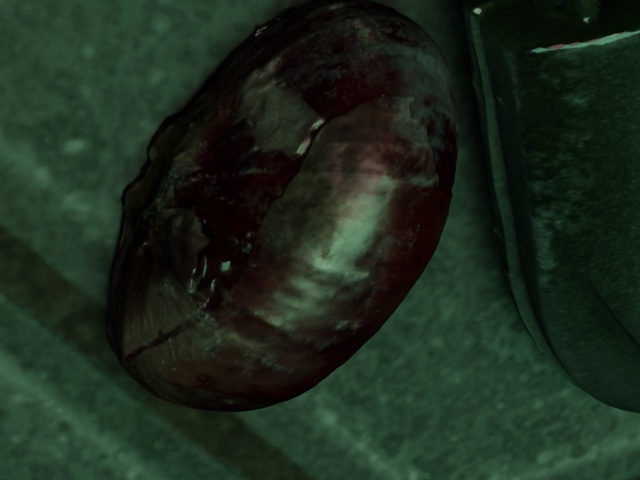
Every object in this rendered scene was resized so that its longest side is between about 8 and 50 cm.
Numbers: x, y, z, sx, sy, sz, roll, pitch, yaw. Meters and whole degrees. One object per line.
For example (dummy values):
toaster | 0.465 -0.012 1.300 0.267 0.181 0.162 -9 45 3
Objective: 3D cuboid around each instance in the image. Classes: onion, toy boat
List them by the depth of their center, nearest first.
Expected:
onion | 0.000 0.000 0.806 0.151 0.098 0.206 14 113 -29
toy boat | 0.148 -0.026 0.867 0.141 0.092 0.319 -23 134 -10
